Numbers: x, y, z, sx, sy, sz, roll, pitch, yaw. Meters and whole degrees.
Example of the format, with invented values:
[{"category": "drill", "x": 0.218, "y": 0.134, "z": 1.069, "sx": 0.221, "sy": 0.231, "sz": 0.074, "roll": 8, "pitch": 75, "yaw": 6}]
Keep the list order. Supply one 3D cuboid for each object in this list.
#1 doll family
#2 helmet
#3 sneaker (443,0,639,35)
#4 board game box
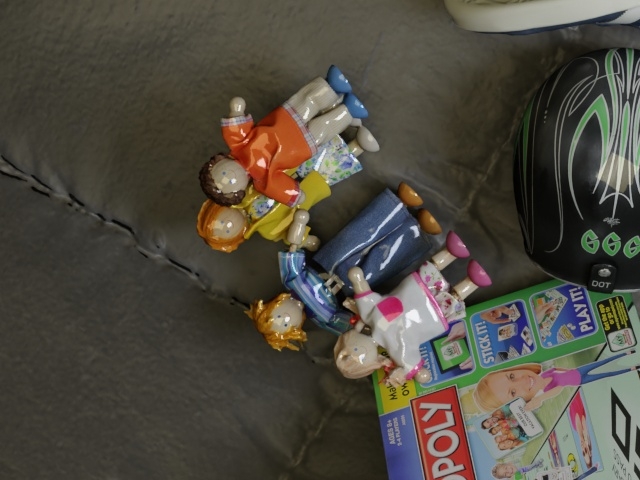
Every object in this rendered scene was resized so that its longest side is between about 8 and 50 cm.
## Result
[{"category": "doll family", "x": 0.000, "y": 0.000, "z": 1.387, "sx": 0.163, "sy": 0.118, "sz": 0.263, "roll": -37, "pitch": 97, "yaw": -7}, {"category": "helmet", "x": 0.221, "y": -0.060, "z": 1.326, "sx": 0.169, "sy": 0.169, "sz": 0.161, "roll": 8, "pitch": 116, "yaw": 6}, {"category": "sneaker", "x": 0.269, "y": -0.190, "z": 1.320, "sx": 0.350, "sy": 0.131, "sz": 0.148, "roll": -8, "pitch": 142, "yaw": 26}, {"category": "board game box", "x": 0.157, "y": 0.167, "z": 1.299, "sx": 0.214, "sy": 0.317, "sz": 0.046, "roll": -18, "pitch": 133, "yaw": 9}]
